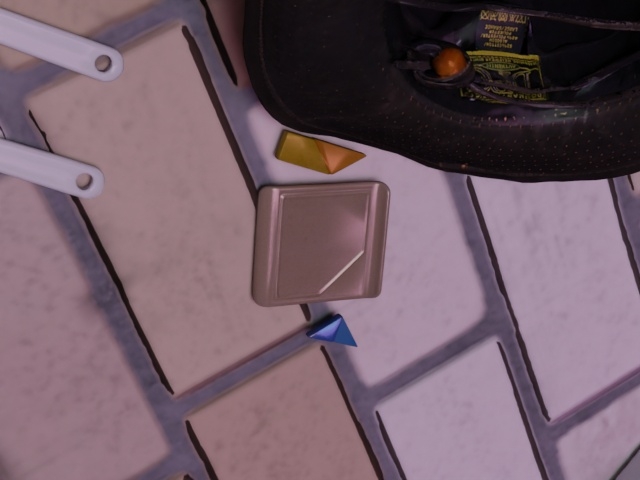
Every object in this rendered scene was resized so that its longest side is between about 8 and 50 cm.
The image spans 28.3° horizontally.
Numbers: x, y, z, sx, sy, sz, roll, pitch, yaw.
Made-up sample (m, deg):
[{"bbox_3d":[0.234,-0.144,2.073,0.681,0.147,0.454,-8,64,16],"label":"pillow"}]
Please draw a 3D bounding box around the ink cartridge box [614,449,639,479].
[{"bbox_3d":[0.199,0.276,0.847,0.165,0.065,0.332,39,89,-30],"label":"ink cartridge box"}]

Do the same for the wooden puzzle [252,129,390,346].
[{"bbox_3d":[0.000,0.000,0.680,0.079,0.014,0.116,5,107,-22],"label":"wooden puzzle"}]

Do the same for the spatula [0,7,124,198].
[{"bbox_3d":[-0.183,-0.113,0.549,0.242,0.019,0.168,17,100,-29],"label":"spatula"}]

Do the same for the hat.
[{"bbox_3d":[0.115,-0.150,0.572,0.331,0.331,0.133,13,64,-28],"label":"hat"}]
